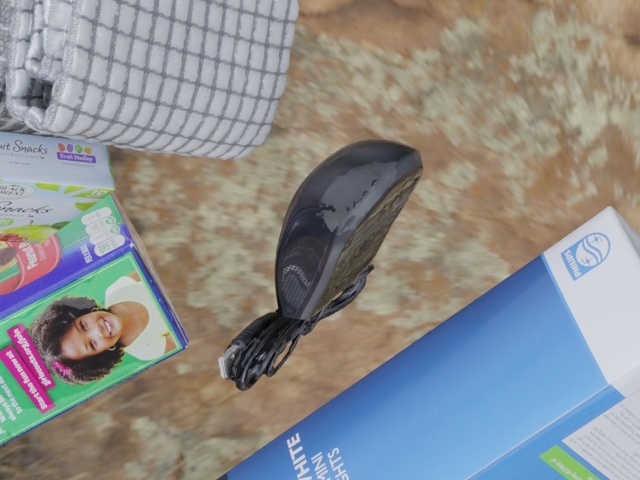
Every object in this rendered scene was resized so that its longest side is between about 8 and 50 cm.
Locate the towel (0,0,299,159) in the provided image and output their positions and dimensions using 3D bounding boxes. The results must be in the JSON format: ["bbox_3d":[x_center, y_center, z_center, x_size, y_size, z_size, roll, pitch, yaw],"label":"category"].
[{"bbox_3d":[-0.118,-0.197,1.154,0.121,0.235,0.284,8,91,32],"label":"towel"}]

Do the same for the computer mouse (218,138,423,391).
[{"bbox_3d":[0.000,0.000,1.618,0.072,0.188,0.272,42,139,12],"label":"computer mouse"}]

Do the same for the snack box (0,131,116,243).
[{"bbox_3d":[-0.218,-0.035,1.213,0.100,0.141,0.037,-33,62,45],"label":"snack box"}]

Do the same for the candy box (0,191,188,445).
[{"bbox_3d":[-0.299,0.070,1.631,0.317,0.268,0.122,-30,117,-4],"label":"candy box"}]

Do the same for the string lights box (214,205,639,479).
[{"bbox_3d":[0.060,0.111,0.801,0.259,0.133,0.077,-36,48,16],"label":"string lights box"}]
